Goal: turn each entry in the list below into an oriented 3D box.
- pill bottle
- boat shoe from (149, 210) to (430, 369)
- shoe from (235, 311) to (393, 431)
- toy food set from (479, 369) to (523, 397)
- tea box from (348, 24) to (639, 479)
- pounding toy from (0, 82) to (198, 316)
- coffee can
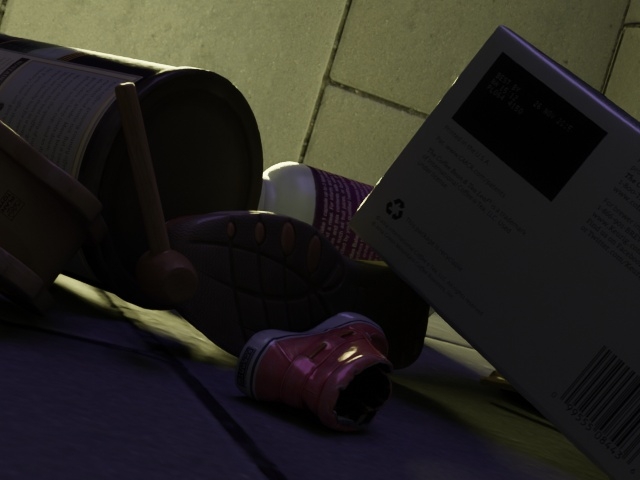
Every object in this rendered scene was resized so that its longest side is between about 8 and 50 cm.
[{"bbox_3d":[0.000,0.000,1.329,0.301,0.169,0.169,16,3,-26],"label":"pill bottle"},{"bbox_3d":[-0.033,0.047,0.919,0.116,0.123,0.324,11,-8,39],"label":"boat shoe"},{"bbox_3d":[0.021,0.095,0.767,0.081,0.064,0.178,20,9,29],"label":"shoe"},{"bbox_3d":[0.237,0.159,1.111,0.132,0.039,0.192,11,5,24],"label":"toy food set"},{"bbox_3d":[0.261,0.022,0.956,0.329,0.220,0.323,45,17,28],"label":"tea box"},{"bbox_3d":[-0.205,-0.050,0.745,0.269,0.155,0.154,40,-16,-19],"label":"pounding toy"},{"bbox_3d":[-0.219,-0.070,0.962,0.275,0.202,0.201,16,2,34],"label":"coffee can"}]
